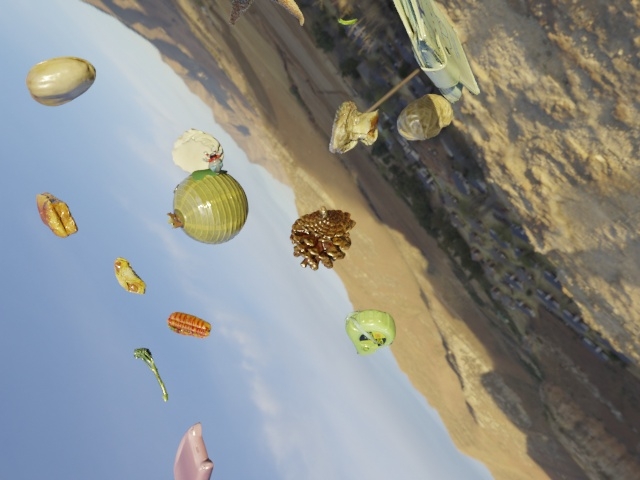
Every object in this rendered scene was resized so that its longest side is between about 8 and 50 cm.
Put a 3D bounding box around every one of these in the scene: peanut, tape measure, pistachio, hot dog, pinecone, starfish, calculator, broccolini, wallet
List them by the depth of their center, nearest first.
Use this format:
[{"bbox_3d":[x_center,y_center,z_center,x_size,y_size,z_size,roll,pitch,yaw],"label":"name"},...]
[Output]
[{"bbox_3d":[0.236,-0.437,0.942,0.309,0.077,0.224,11,-115,-54],"label":"wallet"},{"bbox_3d":[-0.169,-0.597,1.034,0.295,0.231,0.048,32,-124,-42],"label":"starfish"},{"bbox_3d":[-0.379,0.246,1.276,0.144,0.062,0.038,14,173,16],"label":"hot dog"},{"bbox_3d":[0.000,-0.001,1.325,0.185,0.169,0.212,10,150,-4],"label":"pinecone"},{"bbox_3d":[-0.789,-0.489,1.353,0.131,0.206,0.130,78,165,-44],"label":"pistachio"},{"bbox_3d":[-0.521,0.408,1.374,0.054,0.052,0.194,-18,-116,-39],"label":"broccolini"},{"bbox_3d":[-0.414,0.725,1.397,0.043,0.294,0.194,2,-143,-37],"label":"calculator"},{"bbox_3d":[0.175,0.309,1.541,0.106,0.175,0.200,-83,-29,-48],"label":"tape measure"},{"bbox_3d":[0.393,-0.451,1.624,0.153,0.140,0.325,47,-137,15],"label":"peanut"},{"bbox_3d":[-0.714,0.139,1.637,0.169,0.078,0.061,53,-168,-4],"label":"hot dog"}]

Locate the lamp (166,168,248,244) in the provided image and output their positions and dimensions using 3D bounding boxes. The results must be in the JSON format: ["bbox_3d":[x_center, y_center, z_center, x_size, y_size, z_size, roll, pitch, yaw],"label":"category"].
[{"bbox_3d":[-0.369,-0.096,1.415,0.250,0.250,0.284,49,-134,11],"label":"lamp"}]

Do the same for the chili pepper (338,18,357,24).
[{"bbox_3d":[0.104,-0.811,1.637,0.017,0.083,0.030,122,133,-59],"label":"chili pepper"}]

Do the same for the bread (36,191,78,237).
[{"bbox_3d":[-0.918,-0.095,1.525,0.270,0.077,0.139,20,129,47],"label":"bread"}]

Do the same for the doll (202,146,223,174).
[{"bbox_3d":[-0.310,-0.230,1.308,0.039,0.057,0.114,24,155,15],"label":"doll"}]

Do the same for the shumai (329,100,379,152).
[{"bbox_3d":[0.109,-0.357,1.426,0.210,0.152,0.162,-71,-14,-61],"label":"shumai"}]

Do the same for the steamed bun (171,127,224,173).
[{"bbox_3d":[-0.437,-0.322,1.590,0.183,0.182,0.106,47,-154,-36],"label":"steamed bun"}]
